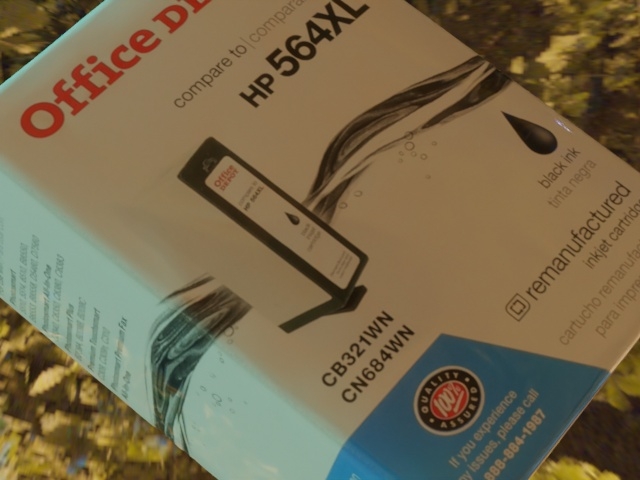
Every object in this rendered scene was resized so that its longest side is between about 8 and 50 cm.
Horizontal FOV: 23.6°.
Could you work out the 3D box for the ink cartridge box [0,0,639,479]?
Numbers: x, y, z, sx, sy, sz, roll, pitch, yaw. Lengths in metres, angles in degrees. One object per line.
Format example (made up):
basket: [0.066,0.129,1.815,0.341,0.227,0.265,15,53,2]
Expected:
ink cartridge box: [0.000,0.000,0.508,0.203,0.086,0.148,38,-120,11]
